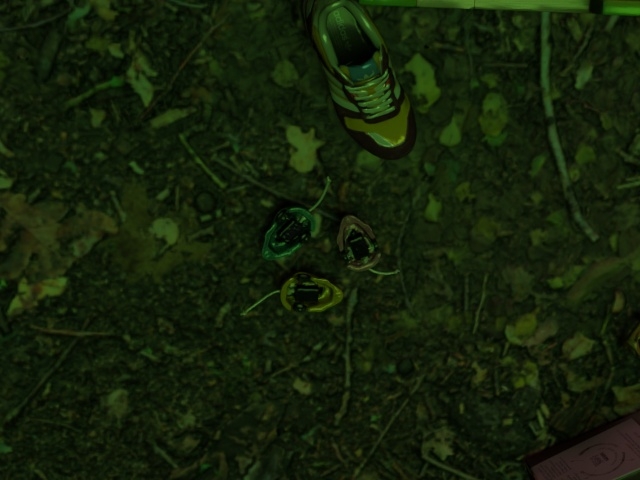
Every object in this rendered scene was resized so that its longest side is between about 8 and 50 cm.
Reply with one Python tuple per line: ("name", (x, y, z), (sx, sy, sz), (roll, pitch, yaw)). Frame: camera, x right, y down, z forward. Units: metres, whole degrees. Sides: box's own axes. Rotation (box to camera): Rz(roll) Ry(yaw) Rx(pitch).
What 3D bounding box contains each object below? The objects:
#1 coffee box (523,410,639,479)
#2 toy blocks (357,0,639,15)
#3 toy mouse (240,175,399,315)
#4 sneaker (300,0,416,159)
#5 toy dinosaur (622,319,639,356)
("coffee box", (0.366, 0.268, 1.265), (0.246, 0.098, 0.141), (-22, 114, 0))
("toy blocks", (0.226, -0.322, 0.962), (0.381, 0.191, 0.261), (2, 102, 1))
("toy mouse", (0.000, 0.000, 1.129), (0.161, 0.031, 0.143), (-2, 113, -9))
("sneaker", (0.038, -0.145, 1.046), (0.069, 0.084, 0.185), (-30, 114, 3))
("toy dinosaur", (0.376, 0.080, 1.220), (0.112, 0.064, 0.211), (-43, 123, -10))
